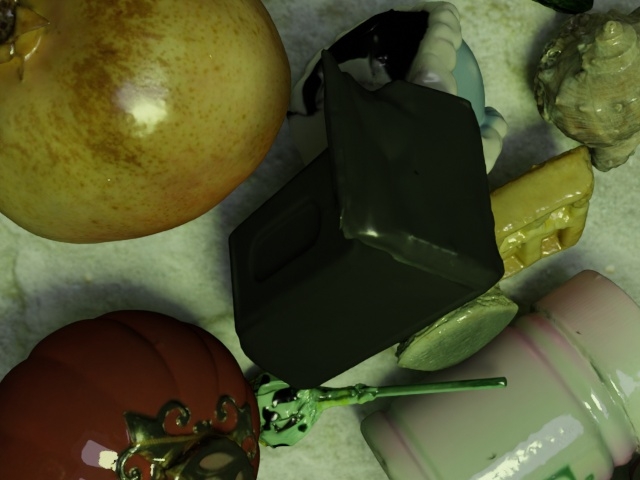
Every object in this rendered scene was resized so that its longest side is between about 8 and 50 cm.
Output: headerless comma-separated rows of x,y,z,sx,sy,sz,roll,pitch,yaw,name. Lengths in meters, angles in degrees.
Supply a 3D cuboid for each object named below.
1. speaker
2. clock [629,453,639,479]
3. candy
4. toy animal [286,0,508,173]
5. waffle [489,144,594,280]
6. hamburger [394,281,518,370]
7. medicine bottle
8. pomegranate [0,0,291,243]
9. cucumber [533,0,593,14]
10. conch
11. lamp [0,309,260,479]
0.000,0.000,0.870,0.184,0.388,0.180,7,64,-27,speaker
0.488,0.301,1.250,0.231,0.103,0.144,-25,109,-8,clock
0.051,0.173,1.050,0.305,0.091,0.083,-8,151,21,candy
0.090,-0.131,0.987,0.156,0.208,0.204,-48,117,-36,toy animal
0.176,0.006,1.057,0.274,0.168,0.057,-27,67,-6,waffle
0.139,0.085,1.024,0.140,0.062,0.133,-39,152,24,hamburger
0.229,0.205,1.099,0.325,0.212,0.212,-35,111,-3,medicine bottle
-0.180,-0.141,0.838,0.319,0.319,0.319,-4,107,-13,pomegranate
0.205,-0.290,1.032,0.214,0.052,0.058,16,121,-19,cucumber
0.321,-0.166,1.049,0.178,0.163,0.245,-34,144,-4,conch
-0.194,0.220,0.966,0.303,0.257,0.303,-15,110,-48,lamp
